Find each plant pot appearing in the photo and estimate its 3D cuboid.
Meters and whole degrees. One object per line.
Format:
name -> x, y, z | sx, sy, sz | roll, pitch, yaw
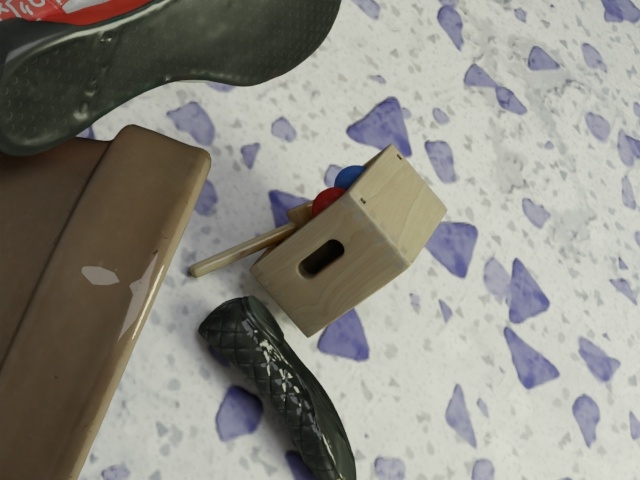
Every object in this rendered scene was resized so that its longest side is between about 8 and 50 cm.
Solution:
plant pot -> -0.214, 0.023, 0.797 | 0.229, 0.263, 0.263 | 24, 50, -5

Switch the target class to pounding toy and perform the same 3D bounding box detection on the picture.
pounding toy -> 0.000, 0.000, 1.064 | 0.100, 0.141, 0.130 | 50, 30, -6

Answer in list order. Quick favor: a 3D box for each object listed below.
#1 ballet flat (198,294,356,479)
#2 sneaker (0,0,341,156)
ballet flat -> -0.026, 0.118, 1.030 | 0.173, 0.049, 0.057 | 58, 16, -5
sneaker -> -0.121, -0.138, 0.795 | 0.145, 0.090, 0.270 | 32, 41, 33
